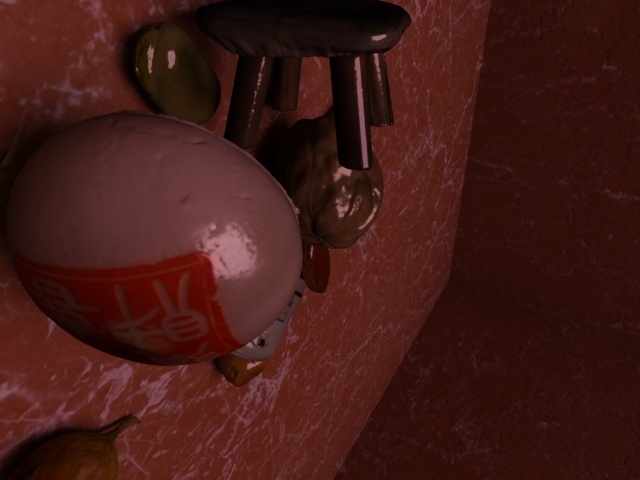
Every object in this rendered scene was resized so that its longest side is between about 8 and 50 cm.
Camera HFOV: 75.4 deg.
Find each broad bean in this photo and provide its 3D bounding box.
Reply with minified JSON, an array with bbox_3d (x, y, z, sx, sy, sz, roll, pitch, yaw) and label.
[{"bbox_3d":[-0.224,-0.258,0.658,0.125,0.082,0.174,-63,149,-18],"label":"broad bean"}]

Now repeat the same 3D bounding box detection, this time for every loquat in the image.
[{"bbox_3d":[-0.191,0.300,1.039,0.137,0.113,0.137,-58,172,-14],"label":"loquat"}]

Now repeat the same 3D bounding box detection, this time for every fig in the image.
[{"bbox_3d":[-0.404,0.391,0.723,0.257,0.159,0.159,-39,142,-70],"label":"fig"}]

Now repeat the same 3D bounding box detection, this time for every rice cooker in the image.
[{"bbox_3d":[-0.158,0.116,0.874,0.244,0.226,0.226,-60,150,-11],"label":"rice cooker"}]

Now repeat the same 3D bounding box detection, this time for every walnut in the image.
[{"bbox_3d":[0.007,-0.124,0.955,0.282,0.253,0.277,16,68,-51],"label":"walnut"}]

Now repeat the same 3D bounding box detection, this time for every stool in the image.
[{"bbox_3d":[-0.016,-0.295,0.728,0.310,0.310,0.226,-61,160,-52],"label":"stool"}]

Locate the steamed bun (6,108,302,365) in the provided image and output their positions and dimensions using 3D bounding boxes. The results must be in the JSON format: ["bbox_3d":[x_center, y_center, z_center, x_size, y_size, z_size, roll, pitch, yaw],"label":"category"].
[{"bbox_3d":[-0.214,0.030,0.547,0.375,0.374,0.242,72,26,-48],"label":"steamed bun"}]

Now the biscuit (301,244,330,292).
[{"bbox_3d":[-0.002,0.000,1.205,0.262,0.052,0.277,69,32,-60],"label":"biscuit"}]

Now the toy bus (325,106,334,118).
[{"bbox_3d":[0.048,-0.309,1.105,0.191,0.075,0.064,-56,147,-23],"label":"toy bus"}]
